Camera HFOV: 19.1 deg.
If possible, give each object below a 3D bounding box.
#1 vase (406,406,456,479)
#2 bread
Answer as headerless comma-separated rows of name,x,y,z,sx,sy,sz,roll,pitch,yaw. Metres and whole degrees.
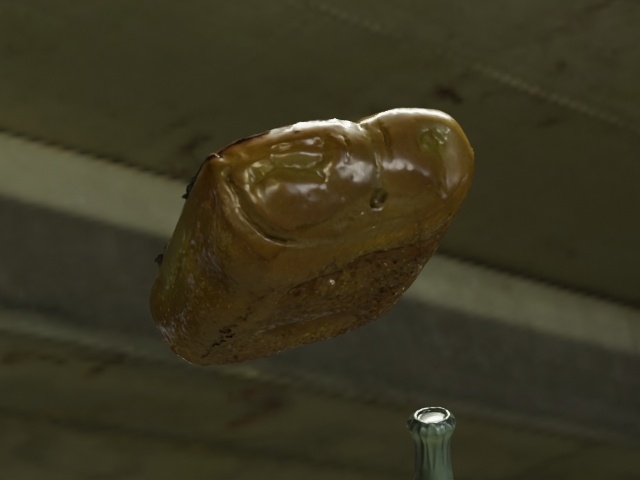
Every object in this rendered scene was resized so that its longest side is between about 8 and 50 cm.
vase,0.142,0.287,2.414,0.081,0.081,0.148,-6,-66,-7
bread,0.003,0.007,2.030,0.328,0.148,0.337,-10,-27,-29
